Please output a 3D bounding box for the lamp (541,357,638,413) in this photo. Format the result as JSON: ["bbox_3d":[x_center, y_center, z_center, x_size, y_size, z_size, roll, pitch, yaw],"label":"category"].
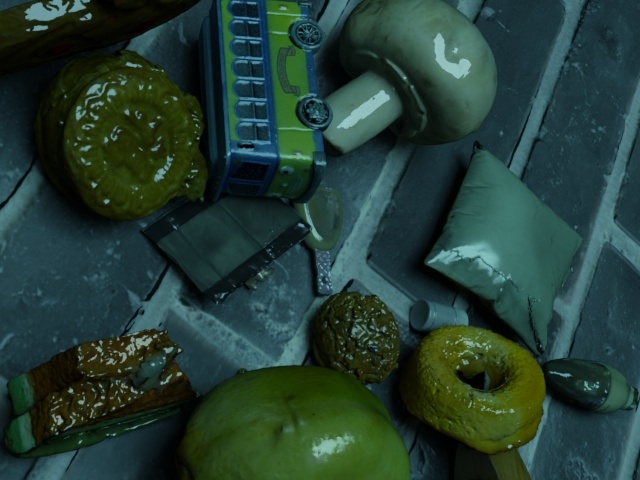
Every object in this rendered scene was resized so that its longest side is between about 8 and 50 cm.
[{"bbox_3d":[0.519,0.278,1.882,0.250,0.101,0.101,21,62,-25],"label":"lamp"}]

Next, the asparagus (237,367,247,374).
[{"bbox_3d":[-0.138,0.243,1.482,0.015,0.014,0.114,51,48,-36],"label":"asparagus"}]

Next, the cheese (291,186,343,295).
[{"bbox_3d":[0.000,0.000,1.654,0.097,0.037,0.192,5,71,-32],"label":"cheese"}]

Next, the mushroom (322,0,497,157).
[{"bbox_3d":[0.127,-0.264,1.721,0.336,0.314,0.314,-40,99,-11],"label":"mushroom"}]

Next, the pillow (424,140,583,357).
[{"bbox_3d":[0.354,0.014,1.846,0.312,0.119,0.310,40,59,-17],"label":"pillow"}]

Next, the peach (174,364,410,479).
[{"bbox_3d":[-0.040,0.312,1.356,0.316,0.314,0.281,-7,41,-12],"label":"peach"}]

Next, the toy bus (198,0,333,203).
[{"bbox_3d":[-0.093,-0.224,1.557,0.190,0.152,0.312,1,67,-16],"label":"toy bus"}]

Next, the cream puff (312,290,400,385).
[{"bbox_3d":[0.064,0.160,1.591,0.165,0.115,0.150,44,58,-16],"label":"cream puff"}]

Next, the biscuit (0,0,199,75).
[{"bbox_3d":[-0.328,-0.295,1.338,0.394,0.350,0.070,-26,104,-33],"label":"biscuit"}]

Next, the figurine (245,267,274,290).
[{"bbox_3d":[-0.116,0.037,1.559,0.083,0.047,0.050,44,39,-6],"label":"figurine"}]

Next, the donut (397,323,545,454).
[{"bbox_3d":[0.260,0.246,1.644,0.254,0.118,0.253,12,36,-9],"label":"donut"}]

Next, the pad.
[{"bbox_3d":[-0.143,-0.019,1.538,0.174,0.022,0.233,44,52,10],"label":"pad"}]

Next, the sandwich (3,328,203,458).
[{"bbox_3d":[-0.282,0.192,1.293,0.292,0.212,0.109,-18,70,-25],"label":"sandwich"}]

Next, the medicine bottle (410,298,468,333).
[{"bbox_3d":[0.211,0.141,1.738,0.091,0.058,0.058,16,65,-30],"label":"medicine bottle"}]

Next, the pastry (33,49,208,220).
[{"bbox_3d":[-0.291,-0.156,1.420,0.235,0.132,0.240,-17,114,-40],"label":"pastry"}]

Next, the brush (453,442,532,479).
[{"bbox_3d":[0.244,0.422,1.602,0.166,0.174,0.266,6,61,-24],"label":"brush"}]
